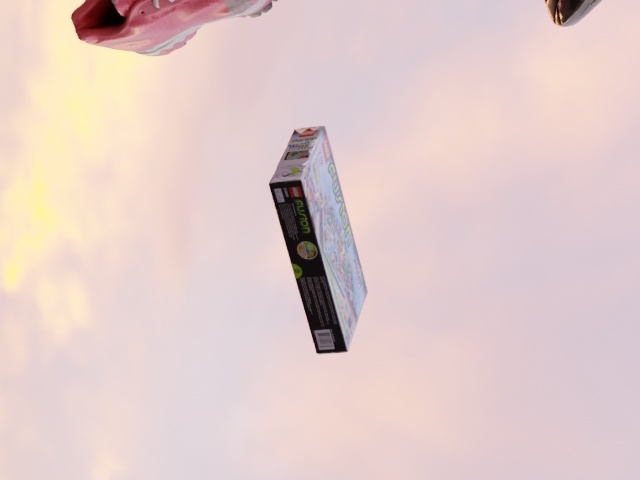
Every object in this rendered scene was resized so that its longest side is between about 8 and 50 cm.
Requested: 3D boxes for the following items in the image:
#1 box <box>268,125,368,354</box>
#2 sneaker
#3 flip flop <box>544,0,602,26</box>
[{"bbox_3d":[0.000,0.000,1.665,0.114,0.036,0.207,-69,149,-54],"label":"box"},{"bbox_3d":[-0.158,-0.278,1.798,0.314,0.136,0.116,-26,-100,44],"label":"sneaker"},{"bbox_3d":[0.360,-0.339,2.010,0.277,0.080,0.112,138,-57,-68],"label":"flip flop"}]
